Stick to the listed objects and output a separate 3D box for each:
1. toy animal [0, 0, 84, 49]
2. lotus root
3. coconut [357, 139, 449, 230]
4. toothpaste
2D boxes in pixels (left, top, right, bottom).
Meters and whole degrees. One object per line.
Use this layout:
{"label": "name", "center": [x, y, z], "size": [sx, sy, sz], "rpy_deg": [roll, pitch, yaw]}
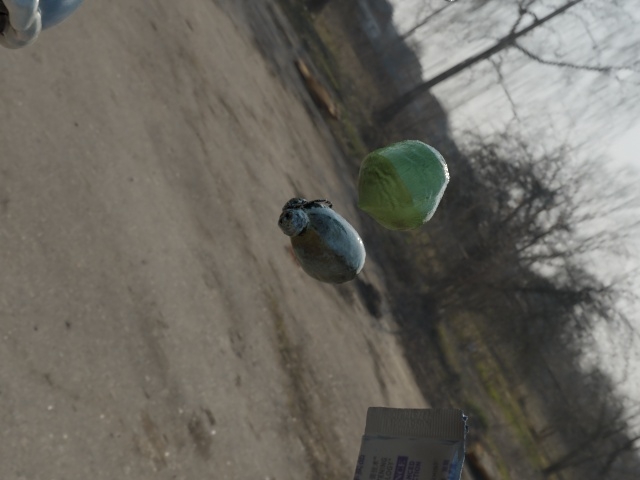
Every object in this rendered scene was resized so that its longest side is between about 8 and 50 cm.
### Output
{"label": "toy animal", "center": [-0.312, -0.318, 0.963], "size": [0.208, 0.204, 0.156], "rpy_deg": [-2, -54, 55]}
{"label": "lotus root", "center": [0.002, -0.002, 1.074], "size": [0.165, 0.088, 0.088], "rpy_deg": [47, 16, -46]}
{"label": "coconut", "center": [0.075, -0.051, 0.829], "size": [0.088, 0.096, 0.088], "rpy_deg": [50, -21, 27]}
{"label": "toothpaste", "center": [0.049, 0.269, 0.686], "size": [0.068, 0.099, 0.282], "rpy_deg": [55, 45, -61]}
